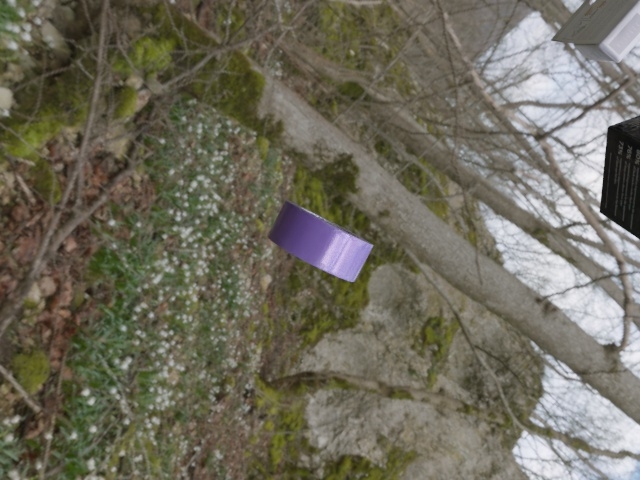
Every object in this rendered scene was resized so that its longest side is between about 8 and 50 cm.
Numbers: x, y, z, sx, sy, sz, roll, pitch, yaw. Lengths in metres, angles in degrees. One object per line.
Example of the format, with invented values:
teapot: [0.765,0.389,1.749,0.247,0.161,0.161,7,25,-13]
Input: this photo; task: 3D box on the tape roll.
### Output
tape roll: [0.000,0.000,1.058,0.080,0.188,0.189,-63,-169,4]

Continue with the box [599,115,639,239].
box: [0.495,-0.068,0.753,0.108,0.153,0.207,-19,-144,-7]

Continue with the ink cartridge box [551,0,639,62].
ink cartridge box: [0.665,-0.525,1.189,0.296,0.066,0.261,-50,-168,17]
